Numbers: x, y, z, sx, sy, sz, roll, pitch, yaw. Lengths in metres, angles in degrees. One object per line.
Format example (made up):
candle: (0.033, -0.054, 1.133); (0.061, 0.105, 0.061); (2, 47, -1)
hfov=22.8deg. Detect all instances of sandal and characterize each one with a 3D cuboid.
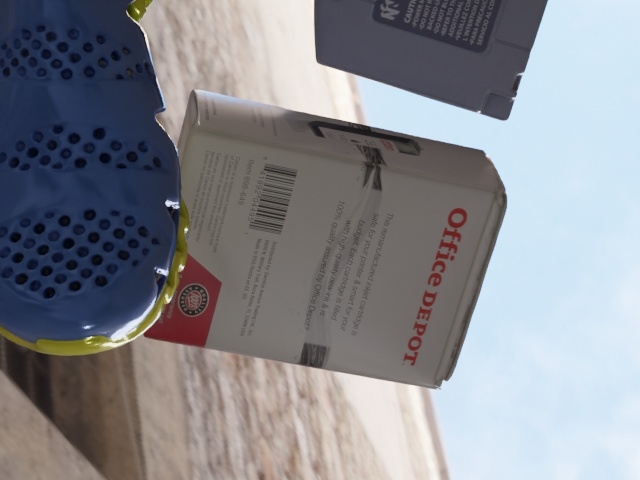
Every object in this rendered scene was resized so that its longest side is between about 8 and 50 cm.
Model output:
sandal: (-0.132, -0.095, 0.788); (0.126, 0.138, 0.317); (-6, -119, -5)

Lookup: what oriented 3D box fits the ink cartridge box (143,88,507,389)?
ink cartridge box: (0.000, 0.000, 1.092); (0.218, 0.158, 0.092); (12, -157, -10)

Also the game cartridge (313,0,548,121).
game cartridge: (0.105, -0.264, 1.291); (0.196, 0.060, 0.294); (17, -81, -5)
